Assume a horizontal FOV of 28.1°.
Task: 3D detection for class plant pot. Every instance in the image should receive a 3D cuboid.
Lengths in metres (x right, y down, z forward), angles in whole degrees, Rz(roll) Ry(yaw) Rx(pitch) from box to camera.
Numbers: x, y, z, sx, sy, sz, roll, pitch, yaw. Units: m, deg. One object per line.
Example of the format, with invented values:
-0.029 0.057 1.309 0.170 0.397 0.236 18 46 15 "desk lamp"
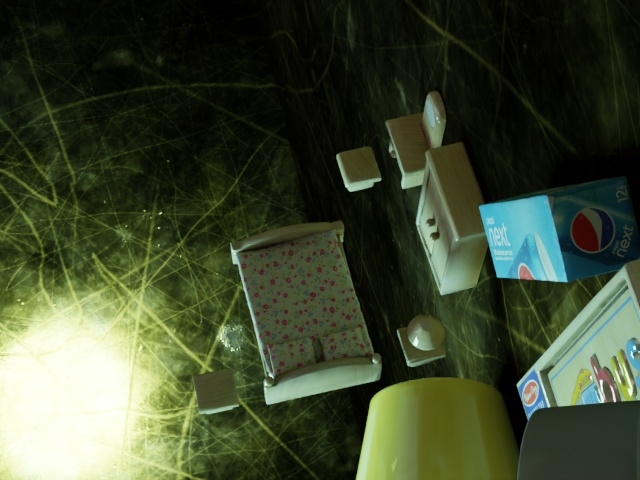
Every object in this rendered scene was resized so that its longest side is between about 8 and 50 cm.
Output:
0.139 0.299 1.487 0.254 0.254 0.239 90 179 -62 "plant pot"

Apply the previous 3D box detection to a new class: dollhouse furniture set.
0.000 0.000 1.465 0.174 0.356 0.303 92 163 -64 "dollhouse furniture set"

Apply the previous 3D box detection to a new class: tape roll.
0.182 0.210 0.792 0.219 0.072 0.219 -9 -90 -70 "tape roll"

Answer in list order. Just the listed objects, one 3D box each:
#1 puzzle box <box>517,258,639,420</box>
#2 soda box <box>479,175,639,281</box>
0.258 0.193 1.035 0.409 0.052 0.272 96 160 -71 "puzzle box"
0.197 -0.007 1.071 0.210 0.067 0.071 175 81 -84 "soda box"
